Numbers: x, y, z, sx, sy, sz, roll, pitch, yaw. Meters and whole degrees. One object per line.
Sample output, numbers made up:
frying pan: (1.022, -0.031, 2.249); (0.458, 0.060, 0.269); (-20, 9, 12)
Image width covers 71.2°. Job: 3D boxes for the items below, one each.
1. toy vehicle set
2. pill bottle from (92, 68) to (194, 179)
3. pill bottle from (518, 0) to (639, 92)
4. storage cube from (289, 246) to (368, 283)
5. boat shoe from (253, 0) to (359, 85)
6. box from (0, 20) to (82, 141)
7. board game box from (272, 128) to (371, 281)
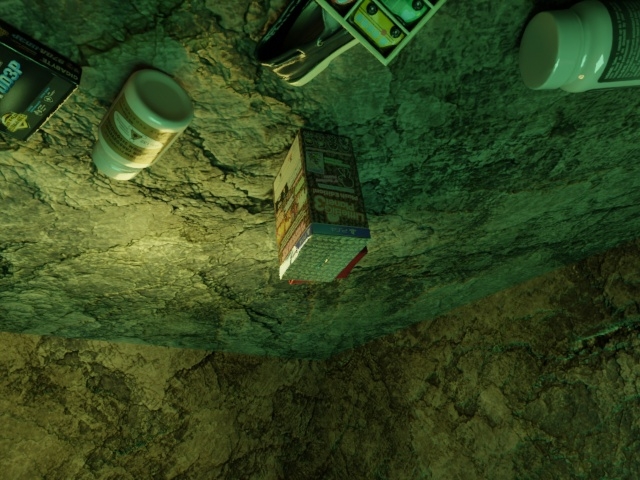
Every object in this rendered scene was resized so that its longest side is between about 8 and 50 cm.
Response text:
toy vehicle set: (0.052, -0.395, 0.606); (0.267, 0.035, 0.166); (36, 118, -18)
pill bottle: (-0.368, -0.222, 0.903); (0.131, 0.131, 0.229); (18, 143, -40)
pill bottle: (0.541, -0.365, 0.836); (0.284, 0.161, 0.161); (-5, 152, -4)
storage cube: (0.000, 0.000, 1.337); (0.193, 0.214, 0.183); (-4, 152, -22)
boat shoe: (0.010, -0.380, 0.712); (0.113, 0.127, 0.340); (3, 162, -43)
box: (-0.576, -0.287, 0.814); (0.220, 0.051, 0.175); (-25, 148, 30)
board game box: (-0.011, -0.078, 1.094); (0.141, 0.290, 0.232); (5, 150, -22)
